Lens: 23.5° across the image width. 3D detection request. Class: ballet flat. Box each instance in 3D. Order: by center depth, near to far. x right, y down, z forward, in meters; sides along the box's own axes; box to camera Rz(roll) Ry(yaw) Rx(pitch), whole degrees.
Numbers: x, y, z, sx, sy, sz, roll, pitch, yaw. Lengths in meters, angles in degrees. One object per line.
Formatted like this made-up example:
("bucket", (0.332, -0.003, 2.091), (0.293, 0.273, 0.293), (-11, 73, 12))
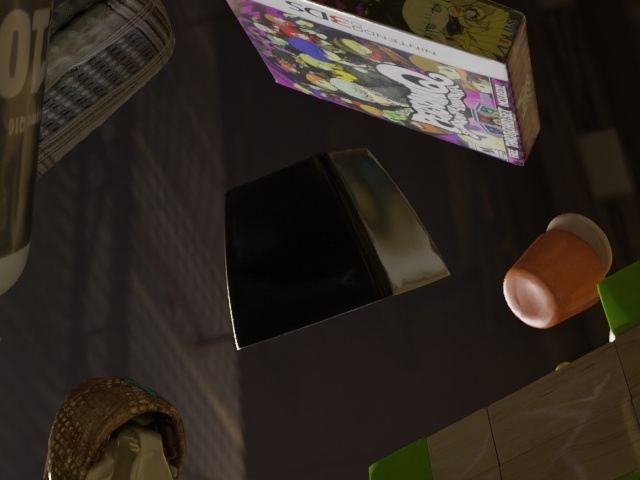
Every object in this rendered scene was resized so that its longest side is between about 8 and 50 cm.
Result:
("ballet flat", (-0.100, 0.161, 0.688), (0.073, 0.067, 0.206), (14, -106, -39))

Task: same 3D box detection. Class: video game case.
("video game case", (0.046, -0.131, 1.070), (0.232, 0.210, 0.042), (53, -122, -74))

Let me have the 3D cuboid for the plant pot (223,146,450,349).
("plant pot", (0.000, 0.000, 1.642), (0.188, 0.187, 0.167), (-16, -94, -65))

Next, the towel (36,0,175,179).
("towel", (-0.252, -0.089, 1.262), (0.056, 0.324, 0.312), (51, 177, 0))

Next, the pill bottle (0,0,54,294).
("pill bottle", (-0.257, -0.075, 0.851), (0.204, 0.204, 0.361), (-70, -11, -77))

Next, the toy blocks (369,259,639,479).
("toy blocks", (0.264, 0.162, 1.006), (0.261, 0.381, 0.191), (41, -152, -38))

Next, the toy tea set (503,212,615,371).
("toy tea set", (0.295, 0.122, 1.300), (0.124, 0.200, 0.336), (-33, -78, -38))
